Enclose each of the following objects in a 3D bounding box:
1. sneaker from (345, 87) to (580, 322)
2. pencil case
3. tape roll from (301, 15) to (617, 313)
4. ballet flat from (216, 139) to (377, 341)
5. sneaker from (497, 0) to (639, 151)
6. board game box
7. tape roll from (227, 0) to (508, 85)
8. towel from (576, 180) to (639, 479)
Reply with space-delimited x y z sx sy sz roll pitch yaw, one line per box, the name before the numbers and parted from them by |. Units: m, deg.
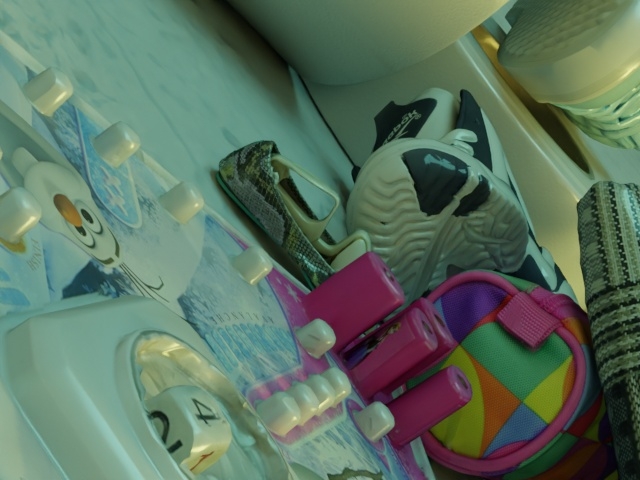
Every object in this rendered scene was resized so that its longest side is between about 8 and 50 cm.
sneaker | 0.053 -0.030 0.912 0.235 0.094 0.153 30 25 -56
pencil case | 0.123 0.079 0.860 0.104 0.104 0.236 59 17 23
tape roll | 0.103 -0.071 1.150 0.286 0.100 0.286 48 14 -17
ballet flat | 0.000 0.000 0.783 0.114 0.041 0.041 51 15 -6
sneaker | 0.215 -0.124 1.152 0.150 0.135 0.366 48 16 -5
board game box | -0.032 0.061 0.519 0.390 0.050 0.390 41 18 -36
tape roll | 0.022 -0.235 0.997 0.169 0.246 0.246 44 17 -32
towel | 0.217 0.160 0.824 0.324 0.056 0.312 34 44 -56
